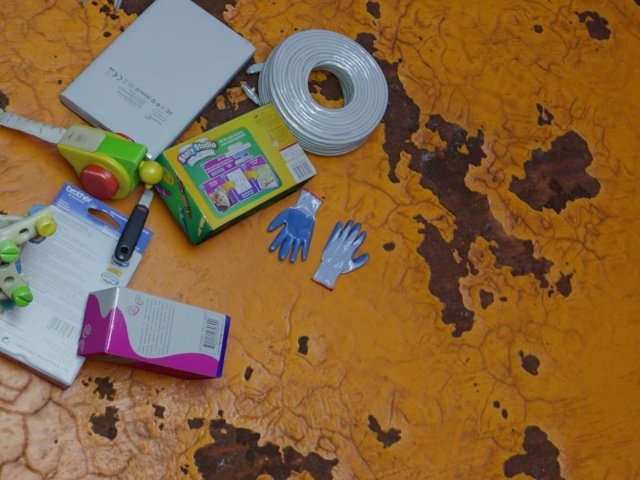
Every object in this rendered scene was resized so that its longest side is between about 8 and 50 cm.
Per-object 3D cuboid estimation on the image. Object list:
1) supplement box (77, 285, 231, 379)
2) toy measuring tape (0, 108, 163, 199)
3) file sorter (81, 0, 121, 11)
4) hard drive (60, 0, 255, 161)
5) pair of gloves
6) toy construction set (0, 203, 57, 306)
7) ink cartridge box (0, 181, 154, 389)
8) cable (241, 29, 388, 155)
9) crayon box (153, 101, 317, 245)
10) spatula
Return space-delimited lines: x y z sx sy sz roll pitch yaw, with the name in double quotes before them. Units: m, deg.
"supplement box" -0.277 0.158 1.709 0.220 0.114 0.111 20 71 -36
"toy measuring tape" -0.425 -0.144 1.795 0.330 0.121 0.121 15 66 13
"file sorter" -0.478 -0.540 1.851 0.277 0.193 0.173 6 74 -19
"hard drive" -0.299 -0.310 1.911 0.210 0.040 0.319 36 64 4
"pair of gloves" 0.000 0.000 1.952 0.198 0.023 0.159 33 65 -7
"toy construction set" -0.576 0.037 1.562 0.327 0.215 0.151 1 37 -23
"ink cartridge box" -0.435 0.075 1.741 0.185 0.065 0.311 30 67 -9
"cable" 0.008 -0.295 2.011 0.257 0.089 0.257 -39 89 -27
"crayon box" -0.158 -0.126 1.870 0.278 0.081 0.165 -31 86 -38
"spatula" -0.311 -0.068 1.810 0.084 0.030 0.296 25 41 -11
